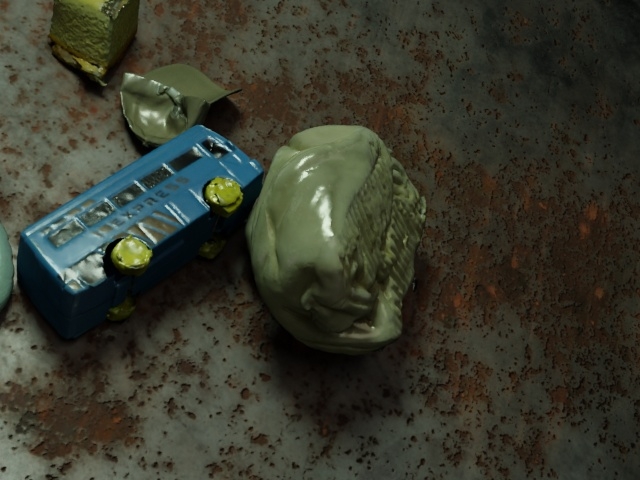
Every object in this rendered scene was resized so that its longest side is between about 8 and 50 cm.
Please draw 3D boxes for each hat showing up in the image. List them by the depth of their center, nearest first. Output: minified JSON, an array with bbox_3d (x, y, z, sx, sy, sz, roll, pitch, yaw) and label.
[{"bbox_3d":[-0.220,-0.209,1.904,0.166,0.144,0.173,25,7,28],"label":"hat"}]

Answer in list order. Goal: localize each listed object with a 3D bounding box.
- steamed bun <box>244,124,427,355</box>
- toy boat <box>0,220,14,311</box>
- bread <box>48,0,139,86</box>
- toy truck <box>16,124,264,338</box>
[{"bbox_3d":[0.000,0.000,1.780,0.394,0.237,0.347,-19,105,-64],"label":"steamed bun"},{"bbox_3d":[-0.500,0.018,1.644,0.134,0.079,0.208,-6,65,-30],"label":"toy boat"},{"bbox_3d":[-0.350,-0.352,1.875,0.127,0.147,0.152,33,48,10],"label":"bread"},{"bbox_3d":[-0.257,-0.021,1.726,0.162,0.161,0.385,44,56,14],"label":"toy truck"}]
